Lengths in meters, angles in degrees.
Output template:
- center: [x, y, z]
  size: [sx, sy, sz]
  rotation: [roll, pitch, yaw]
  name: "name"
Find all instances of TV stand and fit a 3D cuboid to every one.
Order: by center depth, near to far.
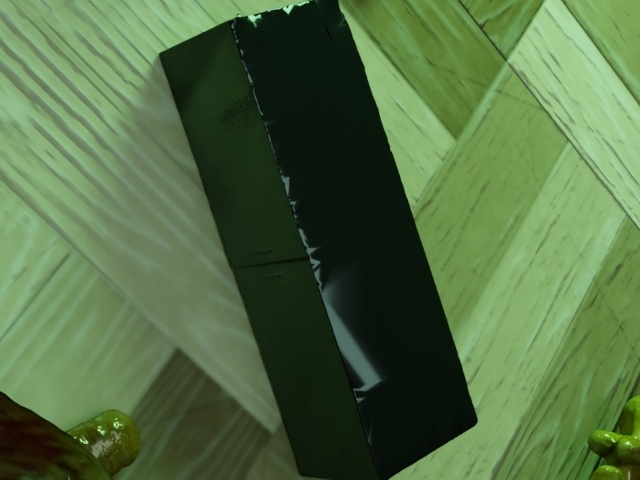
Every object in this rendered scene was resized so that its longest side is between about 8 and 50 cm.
- center: [0.000, 0.000, 0.683]
  size: [0.088, 0.083, 0.269]
  rotation: [-24, 98, -35]
  name: "TV stand"

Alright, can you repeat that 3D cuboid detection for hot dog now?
- center: [-0.148, 0.129, 0.589]
  size: [0.137, 0.028, 0.044]
  rotation: [-22, 105, -38]
  name: "hot dog"

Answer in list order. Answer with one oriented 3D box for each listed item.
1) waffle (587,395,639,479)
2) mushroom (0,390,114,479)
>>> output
- center: [0.247, 0.270, 0.845]
  size: [0.260, 0.069, 0.293]
  rotation: [-40, 111, -30]
  name: "waffle"
- center: [-0.189, 0.202, 0.452]
  size: [0.334, 0.356, 0.331]
  rotation: [0, 92, 4]
  name: "mushroom"
